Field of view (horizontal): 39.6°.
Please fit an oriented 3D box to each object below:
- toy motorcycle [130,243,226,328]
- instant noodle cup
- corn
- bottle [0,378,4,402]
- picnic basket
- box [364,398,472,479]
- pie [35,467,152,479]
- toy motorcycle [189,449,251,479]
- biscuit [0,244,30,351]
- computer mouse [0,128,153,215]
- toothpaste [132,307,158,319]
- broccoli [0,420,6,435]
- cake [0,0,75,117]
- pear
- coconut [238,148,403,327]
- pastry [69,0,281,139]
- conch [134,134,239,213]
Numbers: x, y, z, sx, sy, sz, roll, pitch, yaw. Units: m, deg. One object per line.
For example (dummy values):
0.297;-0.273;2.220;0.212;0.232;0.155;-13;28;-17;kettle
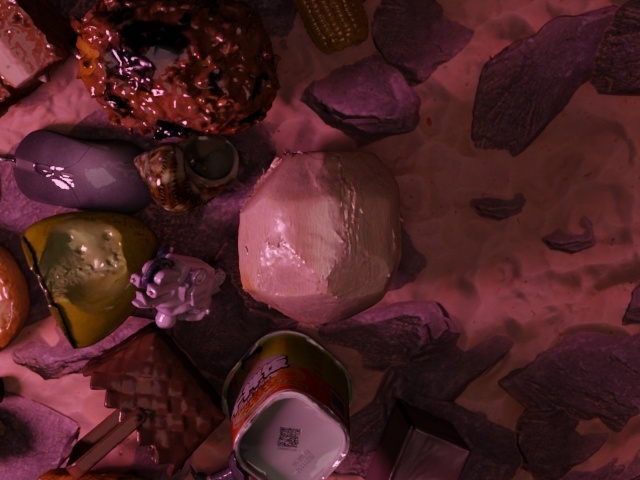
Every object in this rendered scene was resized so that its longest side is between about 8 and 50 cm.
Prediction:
-0.292;0.108;1.834;0.110;0.260;0.171;30;101;27;toy motorcycle
-0.064;0.365;1.854;0.293;0.308;0.294;-1;101;-3;instant noodle cup
-0.013;-0.543;1.773;0.131;0.131;0.344;-23;100;1;corn
-0.776;0.331;1.927;0.164;0.060;0.060;-5;101;-3;bottle
-0.385;0.361;1.857;0.321;0.254;0.291;-39;98;-9;picnic basket
0.206;0.513;1.966;0.153;0.188;0.252;20;97;-7;box
-0.475;0.521;1.886;0.273;0.273;0.069;3;79;-5;pie
-0.199;0.591;2.001;0.157;0.091;0.263;-6;104;2;toy motorcycle
-0.765;0.123;1.865;0.296;0.102;0.296;0;101;-1;biscuit
-0.525;-0.139;1.837;0.379;0.090;0.167;7;100;-4;computer mouse
-0.434;0.116;1.914;0.266;0.061;0.096;10;98;-12;toothpaste
-0.743;0.432;1.924;0.131;0.130;0.120;45;51;15;broccoli
-0.646;-0.377;1.700;0.290;0.256;0.282;-39;103;8;cake
-0.449;0.057;1.811;0.292;0.159;0.292;4;77;-18;pear
0.000;0.000;1.772;0.346;0.346;0.360;0;93;-4;coconut
-0.249;-0.326;1.651;0.405;0.337;0.292;6;97;-29;pastry
-0.281;-0.145;1.825;0.181;0.124;0.187;32;66;-27;conch
